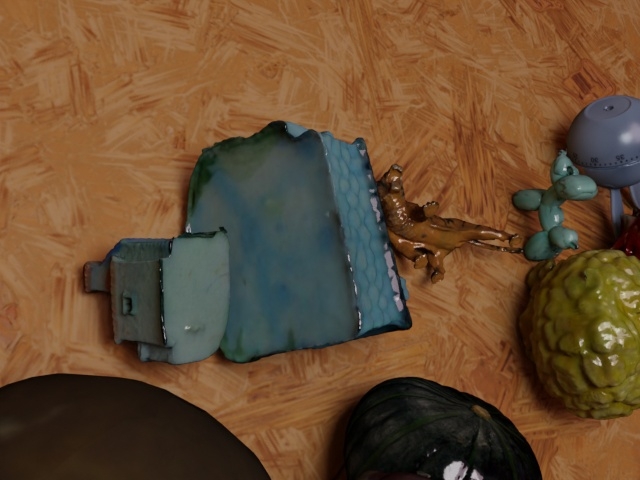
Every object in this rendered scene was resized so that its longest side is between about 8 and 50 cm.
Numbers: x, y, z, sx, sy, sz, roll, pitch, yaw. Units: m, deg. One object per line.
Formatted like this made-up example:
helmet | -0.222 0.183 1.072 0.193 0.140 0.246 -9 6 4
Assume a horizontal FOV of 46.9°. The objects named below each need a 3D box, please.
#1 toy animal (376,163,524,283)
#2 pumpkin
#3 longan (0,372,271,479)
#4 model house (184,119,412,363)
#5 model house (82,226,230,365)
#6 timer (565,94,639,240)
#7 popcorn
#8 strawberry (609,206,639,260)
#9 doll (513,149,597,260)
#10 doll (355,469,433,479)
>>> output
toy animal | 0.189 -0.007 1.082 0.255 0.114 0.116 20 22 -28
pumpkin | 0.138 0.282 0.889 0.250 0.216 0.250 35 27 -21
longan | -0.208 0.302 0.588 0.404 0.336 0.404 5 80 -32
model house | 0.000 0.000 0.916 0.241 0.226 0.261 -2 77 -52
model house | -0.192 0.057 0.828 0.119 0.148 0.148 -7 99 -61
timer | 0.503 -0.134 1.287 0.175 0.255 0.175 -3 49 3
popcorn | 0.400 0.128 1.097 0.206 0.251 0.237 -18 119 -11
strawberry | 0.642 0.057 1.166 0.292 0.343 0.292 0 90 -38
doll | 0.369 -0.056 1.155 0.059 0.158 0.159 -1 80 -21
doll | 0.099 0.349 0.688 0.196 0.152 0.256 -33 91 -26
